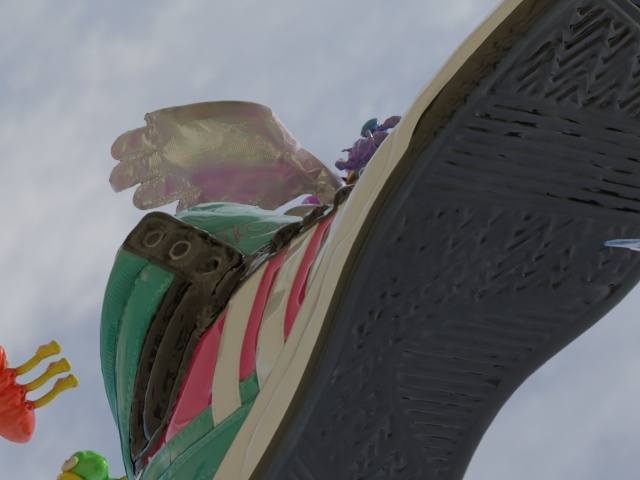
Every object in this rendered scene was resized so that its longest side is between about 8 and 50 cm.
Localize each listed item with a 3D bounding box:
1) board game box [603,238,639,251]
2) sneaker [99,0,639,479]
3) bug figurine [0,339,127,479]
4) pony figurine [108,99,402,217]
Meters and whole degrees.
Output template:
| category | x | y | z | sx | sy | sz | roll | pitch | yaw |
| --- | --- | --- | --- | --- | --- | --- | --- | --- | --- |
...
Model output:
| category | x | y | z | sx | sy | sz | roll | pitch | yaw |
| --- | --- | --- | --- | --- | --- | --- | --- | --- | --- |
| board game box | 0.127 | 0.022 | 0.275 | 0.168 | 0.133 | 0.033 | 178 | -82 | -81 |
| sneaker | 0.014 | 0.008 | 0.605 | 0.296 | 0.123 | 0.178 | -58 | -148 | 10 |
| bug figurine | -0.152 | 0.128 | 1.211 | 0.279 | 0.216 | 0.072 | -22 | -166 | 39 |
| pony figurine | 0.000 | 0.000 | 1.593 | 0.351 | 0.303 | 0.363 | -17 | -165 | -9 |
